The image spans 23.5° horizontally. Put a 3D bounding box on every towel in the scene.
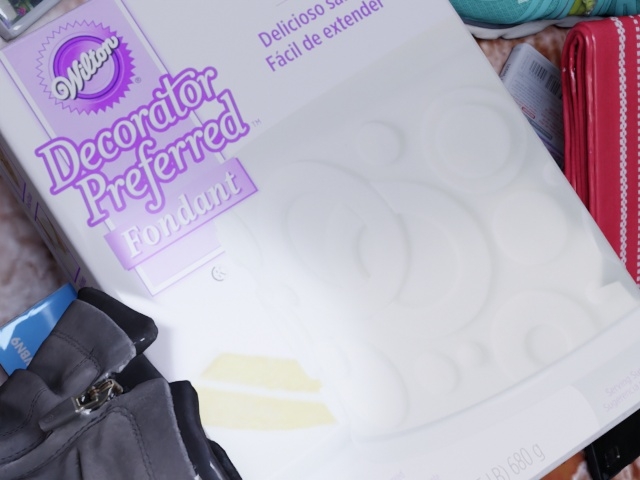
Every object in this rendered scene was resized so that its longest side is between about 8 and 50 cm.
[{"bbox_3d":[0.270,-0.068,1.100,0.275,0.031,0.199,-12,105,-38],"label":"towel"}]

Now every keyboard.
[{"bbox_3d":[0.182,0.080,1.093,0.100,0.038,0.192,-28,111,-34],"label":"keyboard"}]

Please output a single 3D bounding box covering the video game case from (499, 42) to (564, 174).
[{"bbox_3d":[0.169,-0.040,1.104,0.157,0.019,0.143,35,71,-23],"label":"video game case"}]

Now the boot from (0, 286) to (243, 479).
[{"bbox_3d":[-0.179,0.103,0.723,0.223,0.338,0.118,-44,136,-12],"label":"boot"}]

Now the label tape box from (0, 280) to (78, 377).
[{"bbox_3d":[-0.005,0.054,0.941,0.334,0.106,0.240,-34,103,-12],"label":"label tape box"}]

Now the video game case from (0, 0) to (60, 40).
[{"bbox_3d":[-0.175,-0.244,0.929,0.190,0.022,0.173,-45,107,-24],"label":"video game case"}]

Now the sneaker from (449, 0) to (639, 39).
[{"bbox_3d":[0.183,-0.199,1.071,0.275,0.110,0.107,-4,88,-28],"label":"sneaker"}]

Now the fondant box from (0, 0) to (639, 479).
[{"bbox_3d":[0.000,0.000,0.816,0.238,0.096,0.330,-32,86,-15],"label":"fondant box"}]
